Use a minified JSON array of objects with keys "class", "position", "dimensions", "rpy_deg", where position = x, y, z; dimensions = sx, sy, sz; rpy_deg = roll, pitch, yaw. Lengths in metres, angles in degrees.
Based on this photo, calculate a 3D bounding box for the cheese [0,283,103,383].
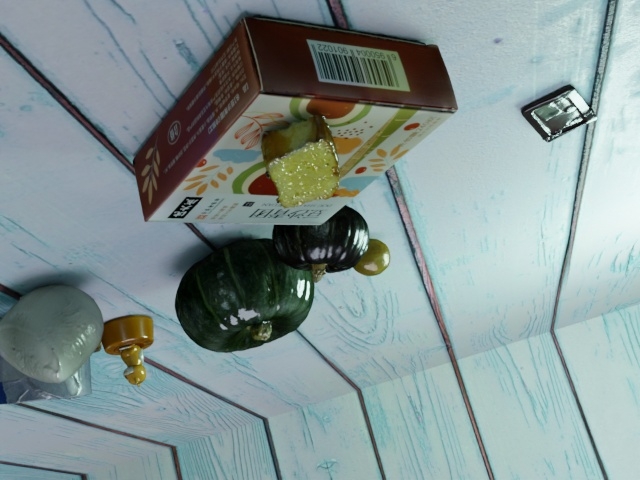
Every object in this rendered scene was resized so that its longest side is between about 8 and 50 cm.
[{"class":"cheese","position":[-0.530,0.175,1.841],"dimensions":[0.189,0.198,0.154],"rpy_deg":[-43,139,-36]}]

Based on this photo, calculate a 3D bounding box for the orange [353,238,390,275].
[{"class":"orange","position":[0.111,0.039,2.104],"dimensions":[0.095,0.085,0.085],"rpy_deg":[-9,159,-23]}]

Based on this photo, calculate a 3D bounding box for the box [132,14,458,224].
[{"class":"box","position":[-0.047,-0.160,1.412],"dimensions":[0.344,0.122,0.385],"rpy_deg":[0,155,-36]}]

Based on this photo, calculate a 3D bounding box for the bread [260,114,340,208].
[{"class":"bread","position":[-0.026,-0.109,1.294],"dimensions":[0.103,0.065,0.187],"rpy_deg":[-15,161,3]}]

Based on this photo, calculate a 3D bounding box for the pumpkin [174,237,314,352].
[{"class":"pumpkin","position":[-0.150,0.122,1.952],"dimensions":[0.300,0.207,0.300],"rpy_deg":[-22,159,-9]}]

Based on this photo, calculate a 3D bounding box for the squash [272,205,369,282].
[{"class":"squash","position":[0.000,-0.006,1.814],"dimensions":[0.193,0.156,0.193],"rpy_deg":[5,145,3]}]

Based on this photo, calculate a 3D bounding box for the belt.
[{"class":"belt","position":[-0.666,0.292,1.996],"dimensions":[0.346,0.117,0.212],"rpy_deg":[-5,172,4]}]

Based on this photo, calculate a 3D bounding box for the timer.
[{"class":"timer","position":[-0.445,0.269,2.191],"dimensions":[0.132,0.152,0.132],"rpy_deg":[-14,160,-5]}]

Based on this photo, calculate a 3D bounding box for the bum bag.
[{"class":"bum bag","position":[0.442,-0.237,1.729],"dimensions":[0.109,0.026,0.159],"rpy_deg":[-25,152,23]}]

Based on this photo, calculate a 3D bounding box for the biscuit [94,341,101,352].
[{"class":"biscuit","position":[-0.600,0.236,2.124],"dimensions":[0.199,0.034,0.064],"rpy_deg":[0,153,-17]}]
